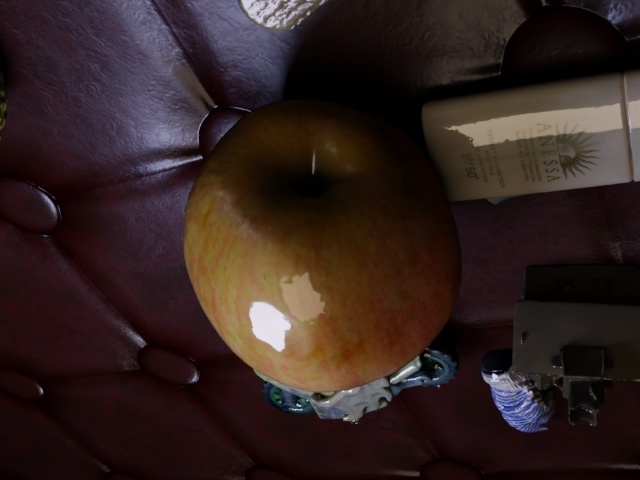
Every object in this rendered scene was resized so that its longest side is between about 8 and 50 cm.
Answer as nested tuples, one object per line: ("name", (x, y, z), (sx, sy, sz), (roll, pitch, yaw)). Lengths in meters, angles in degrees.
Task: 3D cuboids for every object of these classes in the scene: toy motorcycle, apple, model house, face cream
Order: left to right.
("apple", (0.000, 0.000, 1.044), (0.391, 0.392, 0.346), (6, 155, 12))
("toy motorcycle", (0.043, 0.228, 1.427), (0.410, 0.169, 0.237), (-17, 133, 25))
("face cream", (0.322, -0.138, 1.018), (0.348, 0.081, 0.174), (-5, 133, 23))
("model house", (0.412, 0.191, 1.203), (0.211, 0.243, 0.204), (1, 134, 17))

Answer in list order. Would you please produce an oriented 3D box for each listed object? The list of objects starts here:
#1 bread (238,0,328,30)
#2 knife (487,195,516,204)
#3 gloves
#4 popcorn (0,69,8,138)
("bread", (-0.025, -0.382, 0.903), (0.286, 0.056, 0.207), (-26, 125, 36))
("knife", (0.343, -0.088, 1.111), (0.210, 0.015, 0.028), (-16, 121, 30))
("gloves", (0.376, 0.298, 1.447), (0.229, 0.097, 0.119), (43, 162, -30))
("popcorn", (-0.584, -0.220, 1.138), (0.181, 0.217, 0.235), (-9, 142, 21))
